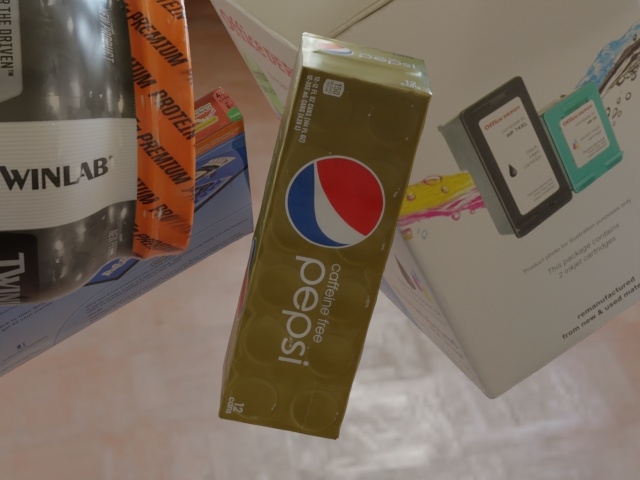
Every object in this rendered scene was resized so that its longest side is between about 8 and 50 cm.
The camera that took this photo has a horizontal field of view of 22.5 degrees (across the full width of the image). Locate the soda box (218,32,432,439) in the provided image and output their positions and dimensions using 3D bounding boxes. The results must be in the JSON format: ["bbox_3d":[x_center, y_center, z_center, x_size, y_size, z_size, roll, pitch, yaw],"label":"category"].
[{"bbox_3d":[0.000,0.000,0.761,0.061,0.181,0.058,12,23,-6],"label":"soda box"}]

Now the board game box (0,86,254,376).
[{"bbox_3d":[-0.165,0.023,0.909,0.281,0.145,0.027,-30,69,-13],"label":"board game box"}]

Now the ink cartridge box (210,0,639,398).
[{"bbox_3d":[0.091,-0.088,1.013,0.197,0.270,0.198,-34,30,-7],"label":"ink cartridge box"}]

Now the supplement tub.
[{"bbox_3d":[-0.137,-0.035,0.480,0.190,0.117,0.117,-3,24,-11],"label":"supplement tub"}]
